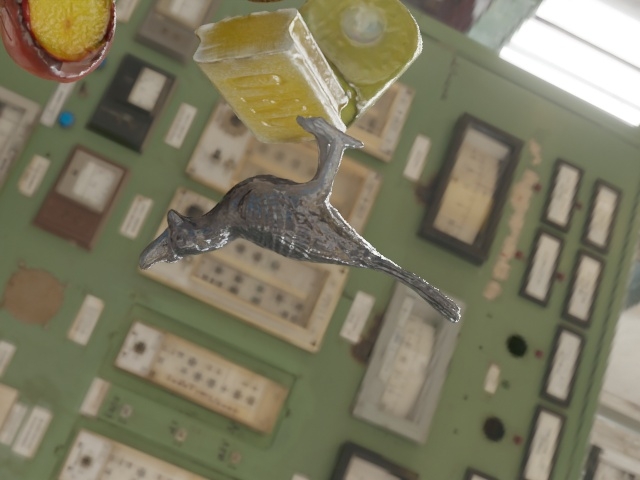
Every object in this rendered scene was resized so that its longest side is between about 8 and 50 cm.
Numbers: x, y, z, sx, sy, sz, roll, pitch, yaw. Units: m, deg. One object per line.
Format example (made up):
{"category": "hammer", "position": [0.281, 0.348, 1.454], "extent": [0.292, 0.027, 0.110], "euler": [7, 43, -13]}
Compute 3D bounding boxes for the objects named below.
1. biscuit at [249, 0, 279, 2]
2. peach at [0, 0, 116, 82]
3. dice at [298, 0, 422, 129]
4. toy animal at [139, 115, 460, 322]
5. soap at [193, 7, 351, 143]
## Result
{"category": "biscuit", "position": [-0.113, -0.507, 1.493], "extent": [0.038, 0.305, 0.305], "euler": [-34, 166, -39]}
{"category": "peach", "position": [-0.418, -0.365, 1.578], "extent": [0.226, 0.189, 0.196], "euler": [-55, -166, 50]}
{"category": "dice", "position": [0.050, -0.390, 2.040], "extent": [0.227, 0.238, 0.233], "euler": [-48, -176, -23]}
{"category": "toy animal", "position": [-0.010, -0.038, 1.109], "extent": [0.081, 0.366, 0.206], "euler": [11, 89, -83]}
{"category": "soap", "position": [-0.071, -0.255, 1.574], "extent": [0.274, 0.173, 0.089], "euler": [49, 41, -61]}
